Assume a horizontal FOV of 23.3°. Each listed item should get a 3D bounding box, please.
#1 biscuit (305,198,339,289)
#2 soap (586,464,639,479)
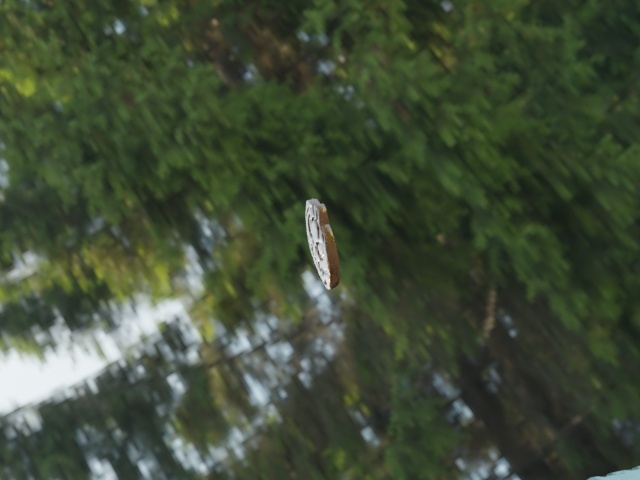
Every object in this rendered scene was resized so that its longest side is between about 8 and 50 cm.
[{"bbox_3d":[0.000,0.000,1.452,0.015,0.091,0.078,-12,-51,-10],"label":"biscuit"},{"bbox_3d":[0.376,0.449,1.883,0.208,0.115,0.347,-3,-70,-43],"label":"soap"}]
